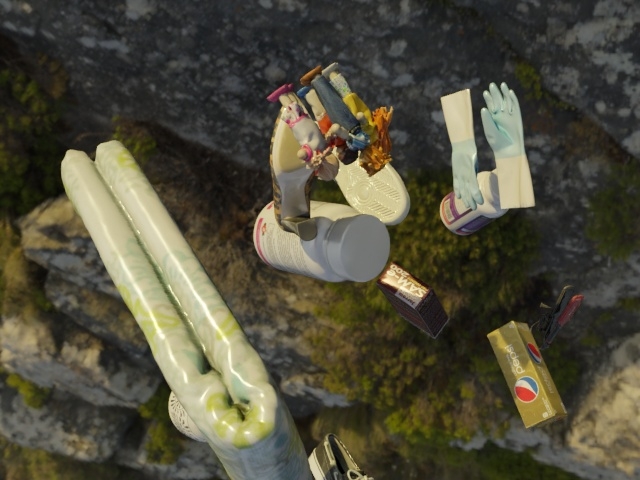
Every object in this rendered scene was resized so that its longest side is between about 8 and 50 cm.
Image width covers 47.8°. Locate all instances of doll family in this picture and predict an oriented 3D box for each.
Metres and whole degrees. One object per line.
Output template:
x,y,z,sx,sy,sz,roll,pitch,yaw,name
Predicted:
0.037,-0.166,1.018,0.118,0.263,0.163,-32,95,18,doll family

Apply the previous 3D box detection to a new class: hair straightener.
0.645,0.212,2.002,0.047,0.089,0.231,-4,130,-24,hair straightener

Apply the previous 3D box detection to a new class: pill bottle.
0.361,-0.090,1.625,0.108,0.108,0.193,30,154,-10,pill bottle
0.000,0.000,1.509,0.283,0.160,0.160,11,147,51,pill bottle

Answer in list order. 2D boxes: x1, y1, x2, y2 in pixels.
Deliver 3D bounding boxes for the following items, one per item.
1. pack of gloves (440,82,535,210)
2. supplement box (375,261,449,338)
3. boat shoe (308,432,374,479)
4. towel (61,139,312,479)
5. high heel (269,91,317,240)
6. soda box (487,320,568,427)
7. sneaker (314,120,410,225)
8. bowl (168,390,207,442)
0.291,-0.167,1.332,0.195,0.046,0.232,-4,97,58,pack of gloves
0.237,0.155,1.830,0.130,0.073,0.239,33,171,29,supplement box
0.079,0.597,1.742,0.113,0.306,0.105,19,111,-34,boat shoe
-0.133,0.107,0.766,0.374,0.090,0.321,53,168,29,towel
-0.058,-0.135,1.319,0.093,0.186,0.261,-7,101,-13,high heel
0.368,0.238,1.291,0.061,0.181,0.058,-37,146,32,soda box
0.101,-0.153,1.648,0.148,0.350,0.131,14,117,-52,sneaker
-0.222,0.348,1.469,0.170,0.170,0.080,37,-178,-18,bowl
